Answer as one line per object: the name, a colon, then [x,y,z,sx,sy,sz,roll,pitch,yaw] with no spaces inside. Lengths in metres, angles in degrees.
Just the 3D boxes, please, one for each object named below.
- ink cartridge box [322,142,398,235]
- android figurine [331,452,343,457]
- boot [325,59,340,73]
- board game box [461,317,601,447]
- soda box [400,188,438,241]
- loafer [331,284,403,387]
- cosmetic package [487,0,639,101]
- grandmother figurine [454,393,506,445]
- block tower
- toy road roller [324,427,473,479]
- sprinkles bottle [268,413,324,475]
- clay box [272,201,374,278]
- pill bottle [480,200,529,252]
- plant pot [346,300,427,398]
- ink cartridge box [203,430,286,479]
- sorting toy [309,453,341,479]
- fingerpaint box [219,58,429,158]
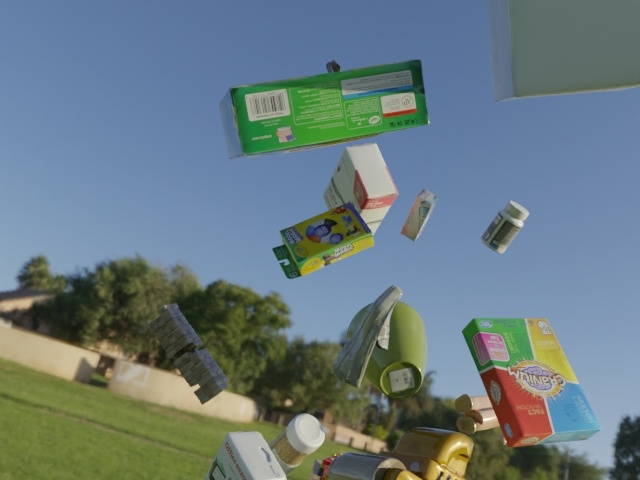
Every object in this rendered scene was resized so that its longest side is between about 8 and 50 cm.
ink cartridge box: [0.124,-0.148,2.207,0.117,0.207,0.283,-10,-27,-23]
android figurine: [0.080,0.915,2.465,0.056,0.273,0.248,-19,-24,22]
boot: [0.054,-0.544,2.235,0.106,0.037,0.114,60,-6,-16]
board game box: [0.515,0.341,1.672,0.242,0.317,0.064,2,-40,-24]
soda box: [0.338,-0.085,2.324,0.063,0.058,0.183,32,-44,14]
loafer: [0.155,0.278,1.974,0.111,0.320,0.112,33,-4,9]
cosmetic package: [0.575,-0.503,1.570,0.329,0.328,0.394,-4,9,9]
grandmother figurine: [0.585,0.549,2.176,0.342,0.208,0.104,0,-1,-34]
block tower: [-0.437,0.372,2.238,0.336,0.097,0.091,55,10,9]
toy road roller: [0.194,0.499,1.453,0.329,0.241,0.202,38,-29,-29]
sprinkles bottle: [-0.125,0.715,2.246,0.121,0.121,0.355,23,-54,-23]
clay box: [0.000,0.000,1.607,0.222,0.127,0.053,-23,-46,-10]
pill bottle: [0.522,-0.039,1.913,0.078,0.137,0.078,27,22,-12]
plant pot: [0.235,0.375,2.196,0.274,0.275,0.293,18,16,-10]
ink cartridge box: [-0.238,0.724,1.962,0.117,0.278,0.201,12,22,-39]
sorting toy: [0.098,0.808,2.250,0.257,0.090,0.255,21,7,2]
fingerpaint box: [-0.009,-0.313,1.682,0.444,0.163,0.371,-11,8,-12]
